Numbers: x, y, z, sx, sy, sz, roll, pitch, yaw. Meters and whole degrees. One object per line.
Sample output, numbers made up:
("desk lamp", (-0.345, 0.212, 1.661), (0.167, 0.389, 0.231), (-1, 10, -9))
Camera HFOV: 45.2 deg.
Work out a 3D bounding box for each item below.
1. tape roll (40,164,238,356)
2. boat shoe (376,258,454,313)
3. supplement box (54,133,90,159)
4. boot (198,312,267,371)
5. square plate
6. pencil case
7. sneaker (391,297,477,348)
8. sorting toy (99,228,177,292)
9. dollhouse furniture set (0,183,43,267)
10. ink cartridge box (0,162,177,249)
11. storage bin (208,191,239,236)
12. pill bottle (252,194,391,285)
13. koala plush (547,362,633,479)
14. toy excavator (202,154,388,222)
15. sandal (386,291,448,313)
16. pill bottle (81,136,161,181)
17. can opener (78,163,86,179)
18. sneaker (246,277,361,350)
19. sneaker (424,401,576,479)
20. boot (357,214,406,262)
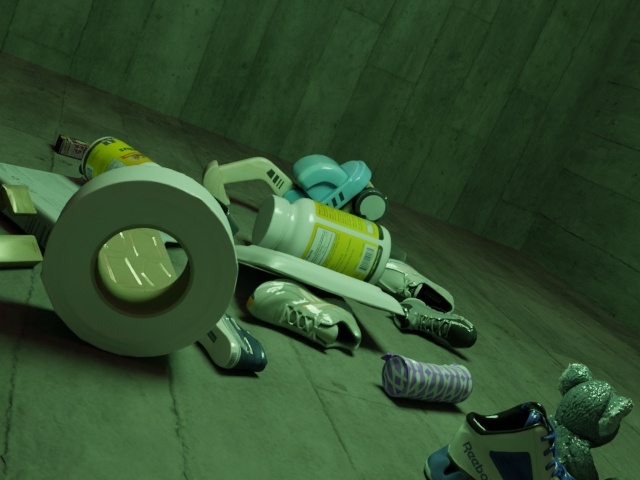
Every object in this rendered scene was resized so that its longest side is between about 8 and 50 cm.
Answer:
("tape roll", (-0.272, 0.032, 1.176), (0.286, 0.286, 0.100), (21, 14, -17))
("boat shoe", (0.258, 0.136, 2.171), (0.268, 0.096, 0.088), (31, 7, -7))
("supplement box", (-0.682, -0.255, 2.122), (0.083, 0.043, 0.055), (14, 18, -37))
("boot", (-0.167, 0.164, 1.347), (0.086, 0.069, 0.190), (23, 19, -41))
("square plate", (-0.022, 0.080, 1.748), (0.344, 0.049, 0.347), (20, -4, -23))
("pencil case", (0.214, 0.273, 1.524), (0.206, 0.086, 0.088), (15, 50, -40))
("sneaker", (0.265, 0.214, 1.911), (0.229, 0.086, 0.132), (21, 13, 37))
("sorting toy", (-0.353, 0.036, 1.435), (0.193, 0.038, 0.208), (12, 41, -56))
("dollhouse furniture set", (-0.578, -0.004, 1.333), (0.144, 0.123, 0.151), (-1, 63, -62))
("ink cartridge box", (-0.496, -0.052, 1.592), (0.324, 0.071, 0.330), (32, 11, 30))
("storage bin", (-0.276, -0.049, 1.958), (0.135, 0.098, 0.091), (34, -12, 39))
("pill bottle", (0.000, 0.000, 2.014), (0.334, 0.187, 0.188), (20, 13, -21))
("koala plush", (0.469, 0.348, 1.394), (0.203, 0.221, 0.196), (20, 14, -18))
("toy excavator", (-0.080, -0.162, 2.369), (0.445, 0.433, 0.222), (50, 5, -20))
("sandal", (0.282, 0.196, 2.038), (0.255, 0.054, 0.097), (30, 14, 23))
("pill bottle", (-0.417, -0.137, 1.683), (0.215, 0.117, 0.117), (32, 15, 31))
("can opener", (-0.491, -0.133, 1.963), (0.093, 0.074, 0.280), (-11, -17, 42))
("sneaker", (-0.022, 0.157, 1.561), (0.263, 0.099, 0.121), (16, 20, -30))
("sneaker", (0.340, 0.361, 1.195), (0.316, 0.182, 0.127), (26, 14, 9))
("boot", (0.150, 0.048, 2.310), (0.076, 0.189, 0.208), (15, -28, 52))
